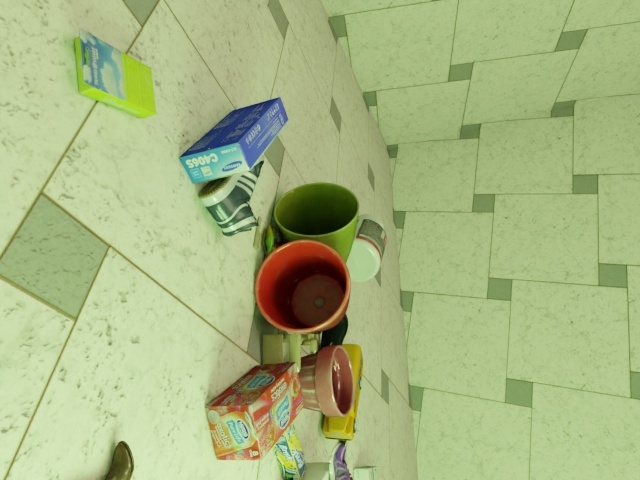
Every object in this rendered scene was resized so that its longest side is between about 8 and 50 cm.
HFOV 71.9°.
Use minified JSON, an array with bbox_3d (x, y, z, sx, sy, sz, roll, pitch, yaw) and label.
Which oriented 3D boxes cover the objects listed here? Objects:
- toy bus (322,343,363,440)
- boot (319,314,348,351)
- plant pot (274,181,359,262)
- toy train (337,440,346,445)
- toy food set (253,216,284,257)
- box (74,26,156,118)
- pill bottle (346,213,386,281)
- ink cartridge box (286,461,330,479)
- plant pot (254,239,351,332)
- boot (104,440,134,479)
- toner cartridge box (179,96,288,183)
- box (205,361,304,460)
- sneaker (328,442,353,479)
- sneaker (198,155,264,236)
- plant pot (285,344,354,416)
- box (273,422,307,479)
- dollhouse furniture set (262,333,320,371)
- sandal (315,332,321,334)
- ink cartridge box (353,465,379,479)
[{"bbox_3d":[0.084,0.543,1.603,0.333,0.108,0.130,-71,156,-53],"label":"toy bus"},{"bbox_3d":[0.032,0.385,1.525,0.207,0.094,0.246,-72,170,-55],"label":"boot"},{"bbox_3d":[0.000,0.000,1.508,0.275,0.275,0.293,-78,166,-46],"label":"plant pot"},{"bbox_3d":[0.072,0.768,1.615,0.158,0.027,0.036,-51,139,-65],"label":"toy train"},{"bbox_3d":[-0.141,0.016,1.385,0.192,0.038,0.132,52,33,-52],"label":"toy food set"},{"bbox_3d":[-0.397,-0.314,0.851,0.178,0.042,0.109,6,74,-69],"label":"box"},{"bbox_3d":[0.195,0.020,2.036,0.363,0.210,0.210,-58,134,-61],"label":"pill bottle"},{"bbox_3d":[-0.020,0.800,1.214,0.207,0.117,0.283,-13,92,-70],"label":"ink cartridge box"},{"bbox_3d":[-0.028,0.162,1.329,0.243,0.275,0.275,59,27,-66],"label":"plant pot"},{"bbox_3d":[-0.344,0.377,0.678,0.114,0.037,0.106,18,62,-62],"label":"boot"},{"bbox_3d":[-0.211,-0.272,1.157,0.348,0.165,0.075,-69,144,-53],"label":"toner cartridge box"},{"bbox_3d":[-0.146,0.400,1.063,0.257,0.122,0.128,-17,97,-70],"label":"box"},{"bbox_3d":[0.065,0.663,1.245,0.068,0.071,0.170,58,26,-43],"label":"sneaker"},{"bbox_3d":[-0.208,-0.122,1.182,0.153,0.099,0.282,64,32,-25],"label":"sneaker"},{"bbox_3d":[-0.015,0.422,1.322,0.201,0.180,0.201,-10,90,-70],"label":"plant pot"},{"bbox_3d":[-0.091,0.579,1.226,0.059,0.054,0.169,-46,124,-65],"label":"box"},{"bbox_3d":[-0.080,0.335,1.285,0.151,0.144,0.123,58,31,-76],"label":"dollhouse furniture set"},{"bbox_3d":[-0.018,0.251,1.587,0.072,0.049,0.180,1,80,-70],"label":"sandal"},{"bbox_3d":[0.186,0.967,1.765,0.150,0.063,0.109,44,40,-58],"label":"ink cartridge box"}]
